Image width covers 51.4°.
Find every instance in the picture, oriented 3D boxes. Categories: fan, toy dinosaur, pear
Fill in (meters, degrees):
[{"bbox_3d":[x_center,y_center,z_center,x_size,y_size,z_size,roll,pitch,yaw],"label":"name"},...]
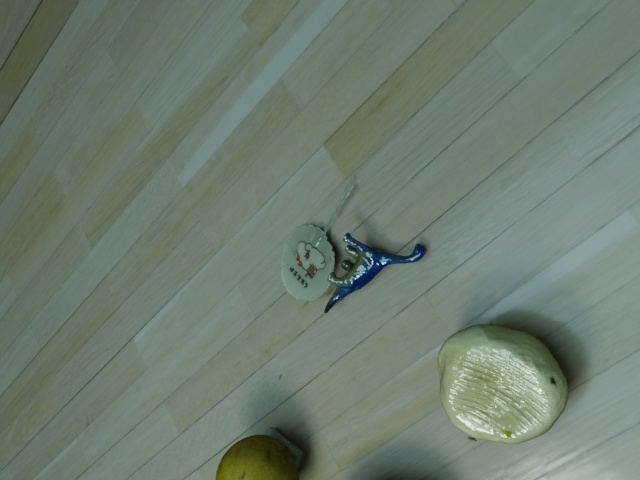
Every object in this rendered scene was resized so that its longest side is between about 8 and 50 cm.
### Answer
[{"bbox_3d":[0.001,0.000,1.614,0.191,0.009,0.329,45,115,39],"label":"fan"},{"bbox_3d":[0.114,0.087,1.520,0.188,0.075,0.248,30,101,27],"label":"toy dinosaur"},{"bbox_3d":[-0.153,0.568,1.588,0.208,0.208,0.209,1,92,34],"label":"pear"}]

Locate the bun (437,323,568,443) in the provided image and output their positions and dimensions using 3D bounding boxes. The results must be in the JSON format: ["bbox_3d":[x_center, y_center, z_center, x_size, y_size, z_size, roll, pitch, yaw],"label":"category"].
[{"bbox_3d":[0.350,0.272,1.314,0.259,0.160,0.259,10,112,27],"label":"bun"}]

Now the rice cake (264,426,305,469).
[{"bbox_3d":[-0.123,0.609,1.707,0.127,0.043,0.237,27,103,30],"label":"rice cake"}]
